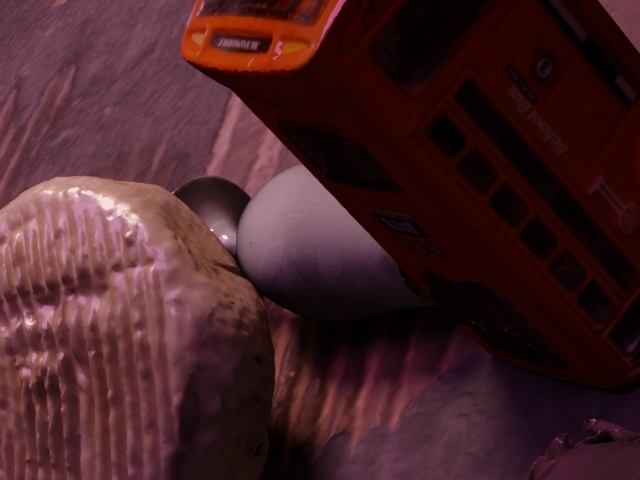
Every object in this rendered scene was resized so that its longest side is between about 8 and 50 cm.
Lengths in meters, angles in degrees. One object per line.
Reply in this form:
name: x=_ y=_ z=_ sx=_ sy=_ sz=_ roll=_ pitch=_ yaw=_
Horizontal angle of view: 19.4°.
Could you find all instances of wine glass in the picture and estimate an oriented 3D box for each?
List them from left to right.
wine glass: x=0.000 y=0.000 z=1.041 sx=0.202 sy=0.093 sz=0.093 roll=-3 pitch=47 yaw=47

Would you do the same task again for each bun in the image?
bun: x=-0.109 y=0.077 z=1.010 sx=0.220 sy=0.134 sz=0.220 roll=2 pitch=94 yaw=35

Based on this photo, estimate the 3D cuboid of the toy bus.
toy bus: x=0.053 y=-0.079 z=0.849 sx=0.153 sy=0.329 sz=0.143 roll=-53 pitch=33 yaw=-15

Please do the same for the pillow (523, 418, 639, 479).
pillow: x=0.144 y=0.127 z=0.748 sx=0.208 sy=0.053 sz=0.119 roll=2 pitch=47 yaw=50
